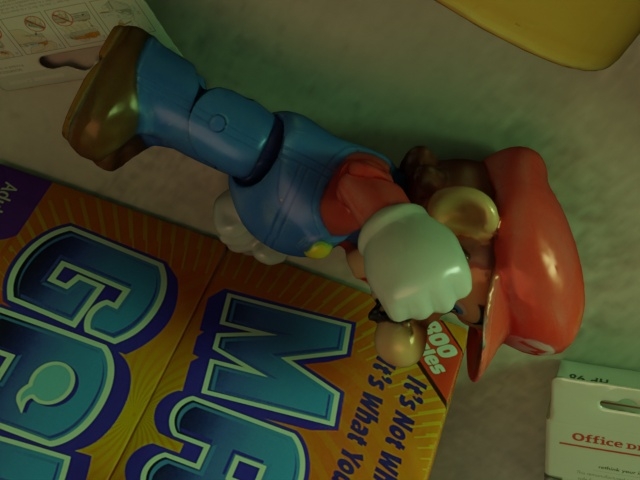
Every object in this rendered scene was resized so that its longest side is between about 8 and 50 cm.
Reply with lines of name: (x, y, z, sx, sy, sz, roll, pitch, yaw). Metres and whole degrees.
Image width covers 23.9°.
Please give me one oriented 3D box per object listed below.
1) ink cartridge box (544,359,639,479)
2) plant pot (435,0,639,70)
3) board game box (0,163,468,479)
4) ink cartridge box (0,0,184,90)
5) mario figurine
ink cartridge box: (0.207, 0.145, 1.019, 0.104, 0.060, 0.180, 8, 130, 15)
plant pot: (0.081, -0.241, 0.627, 0.291, 0.291, 0.203, 37, 114, -11)
board game box: (-0.146, 0.235, 1.023, 0.356, 0.356, 0.356, 20, 132, 4)
ink cartridge box: (-0.177, -0.173, 0.928, 0.145, 0.045, 0.179, -6, 143, 23)
mario figurine: (0.000, 0.000, 0.893, 0.320, 0.198, 0.170, 24, 124, 3)
